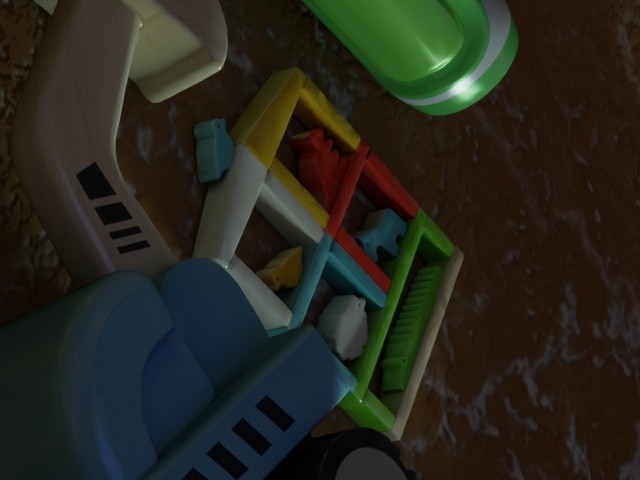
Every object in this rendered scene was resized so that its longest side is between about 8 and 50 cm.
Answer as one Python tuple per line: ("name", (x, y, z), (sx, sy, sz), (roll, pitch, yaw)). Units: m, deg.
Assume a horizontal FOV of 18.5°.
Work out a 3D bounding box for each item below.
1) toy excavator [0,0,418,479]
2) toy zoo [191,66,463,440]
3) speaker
("toy excavator", (-0.125, 0.054, 1.272), (0.445, 0.222, 0.433), (59, 42, -11))
("toy zoo", (0.000, 0.000, 1.548), (0.293, 0.030, 0.192), (47, 49, -34))
("speaker", (0.034, -0.230, 1.563), (0.296, 0.131, 0.131), (43, 52, -36))
